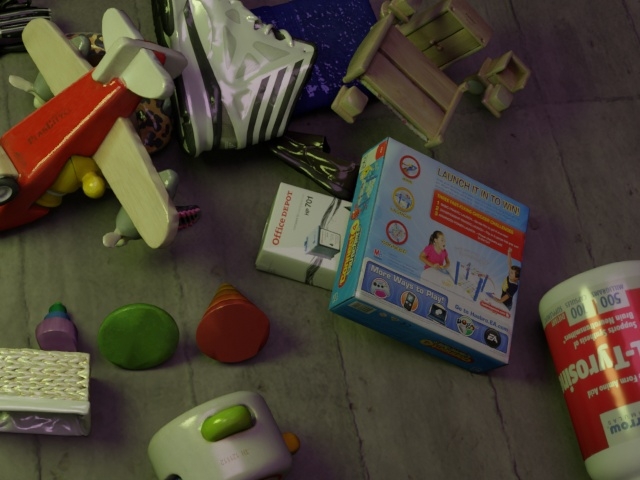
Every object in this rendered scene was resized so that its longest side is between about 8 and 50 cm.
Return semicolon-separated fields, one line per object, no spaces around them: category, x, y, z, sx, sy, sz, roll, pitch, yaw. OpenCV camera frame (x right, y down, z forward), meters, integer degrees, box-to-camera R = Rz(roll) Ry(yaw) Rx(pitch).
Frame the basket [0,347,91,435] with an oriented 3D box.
basket;-0.428;0.228;1.650;0.167;0.113;0.103;4;62;-9

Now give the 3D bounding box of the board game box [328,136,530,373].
board game box;0.189;0.027;1.827;0.308;0.086;0.302;25;61;-21

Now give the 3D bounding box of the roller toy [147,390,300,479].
roller toy;-0.144;0.326;1.616;0.191;0.209;0.146;-33;71;14

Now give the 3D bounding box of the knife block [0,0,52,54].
knife block;-0.615;-0.356;1.906;0.242;0.088;0.275;30;62;5

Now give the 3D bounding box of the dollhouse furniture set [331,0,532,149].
dollhouse furniture set;0.166;-0.245;1.922;0.303;0.174;0.355;40;58;-19

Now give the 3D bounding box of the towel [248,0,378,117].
towel;-0.027;-0.338;2.026;0.308;0.076;0.227;-16;76;-18

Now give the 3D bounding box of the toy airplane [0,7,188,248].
toy airplane;-0.364;-0.177;1.767;0.384;0.272;0.386;4;73;22

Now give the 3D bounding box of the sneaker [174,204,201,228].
sneaker;-0.263;-0.046;1.855;0.119;0.047;0.057;-15;57;-19

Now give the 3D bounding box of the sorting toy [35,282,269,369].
sorting toy;-0.270;0.120;1.758;0.366;0.127;0.126;-3;36;-10

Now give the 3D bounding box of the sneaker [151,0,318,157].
sneaker;-0.148;-0.366;1.904;0.258;0.169;0.447;-8;76;-15

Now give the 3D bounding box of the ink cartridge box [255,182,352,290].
ink cartridge box;0.000;0.000;1.859;0.191;0.082;0.139;17;63;-6

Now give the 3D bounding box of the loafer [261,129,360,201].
loafer;-0.018;-0.153;1.910;0.220;0.080;0.078;35;91;14

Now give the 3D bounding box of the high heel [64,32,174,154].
high heel;-0.371;-0.257;1.900;0.261;0.093;0.186;21;56;-11

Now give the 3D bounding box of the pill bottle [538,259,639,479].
pill bottle;0.512;0.256;1.753;0.229;0.229;0.407;-7;66;-14
